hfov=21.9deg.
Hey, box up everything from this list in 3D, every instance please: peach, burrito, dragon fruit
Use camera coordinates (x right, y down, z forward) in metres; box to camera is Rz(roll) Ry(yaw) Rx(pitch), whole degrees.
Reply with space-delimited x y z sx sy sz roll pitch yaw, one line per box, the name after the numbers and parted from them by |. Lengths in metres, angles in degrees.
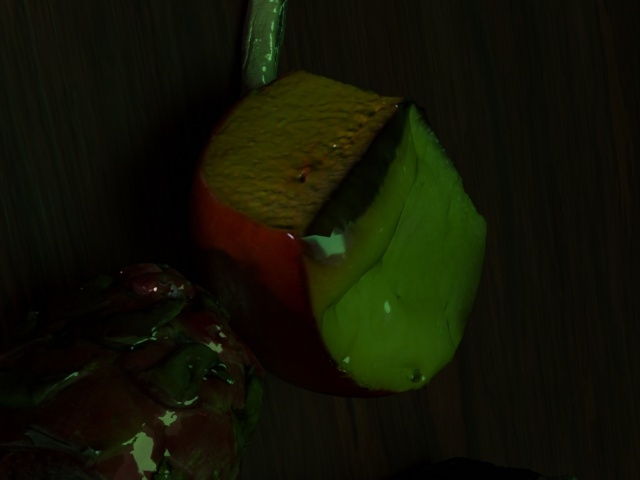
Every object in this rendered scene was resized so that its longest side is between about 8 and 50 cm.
0.000 0.000 1.668 0.380 0.243 0.306 50 54 -60 | peach
-0.062 -0.214 1.756 0.045 0.041 0.185 9 85 -9 | burrito
-0.169 0.157 1.497 0.291 0.250 0.269 -58 140 -52 | dragon fruit

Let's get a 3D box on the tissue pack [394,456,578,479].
0.126 0.420 1.860 0.417 0.253 0.264 -14 102 -50 | tissue pack
